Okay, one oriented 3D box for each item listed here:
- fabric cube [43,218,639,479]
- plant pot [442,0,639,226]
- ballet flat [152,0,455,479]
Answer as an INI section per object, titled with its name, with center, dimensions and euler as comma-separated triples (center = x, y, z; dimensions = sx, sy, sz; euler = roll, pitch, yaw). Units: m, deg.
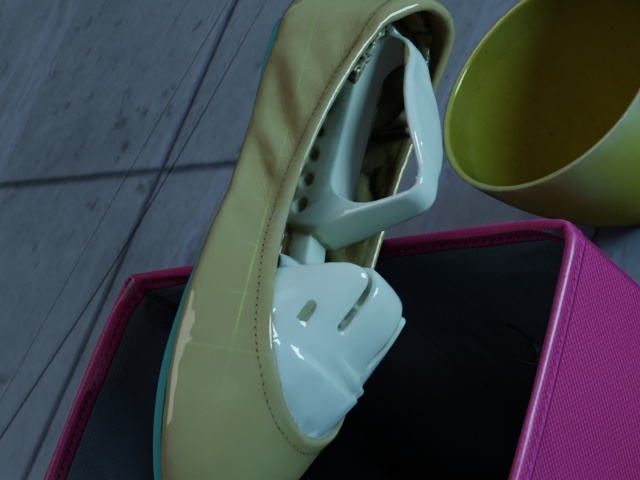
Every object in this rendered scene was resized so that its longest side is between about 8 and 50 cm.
[fabric cube]
center = 0.047, 0.173, 0.731
dimensions = 0.259, 0.258, 0.254
euler = -8, 54, 46
[plant pot]
center = 0.145, -0.060, 0.959
dimensions = 0.134, 0.095, 0.134
euler = -29, 42, 30
[ballet flat]
center = 0.000, 0.000, 0.648
dimensions = 0.073, 0.080, 0.232
euler = -5, 56, 28
